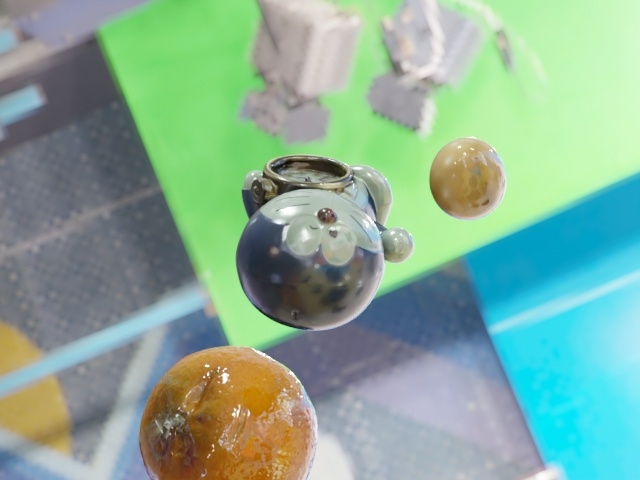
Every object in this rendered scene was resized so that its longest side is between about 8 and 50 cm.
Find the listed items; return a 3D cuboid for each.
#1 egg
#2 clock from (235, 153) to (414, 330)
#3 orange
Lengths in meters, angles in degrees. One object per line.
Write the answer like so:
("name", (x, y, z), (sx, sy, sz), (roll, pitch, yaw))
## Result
("egg", (0.149, -0.064, 2.019), (0.080, 0.080, 0.096), (-22, -20, 0))
("clock", (0.000, 0.000, 2.137), (0.199, 0.147, 0.243), (12, 25, 4))
("orange", (-0.110, 0.229, 2.337), (0.224, 0.224, 0.170), (-30, -30, 34))
